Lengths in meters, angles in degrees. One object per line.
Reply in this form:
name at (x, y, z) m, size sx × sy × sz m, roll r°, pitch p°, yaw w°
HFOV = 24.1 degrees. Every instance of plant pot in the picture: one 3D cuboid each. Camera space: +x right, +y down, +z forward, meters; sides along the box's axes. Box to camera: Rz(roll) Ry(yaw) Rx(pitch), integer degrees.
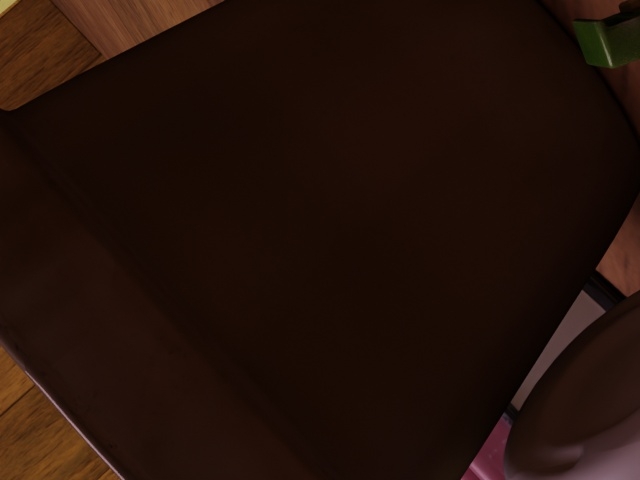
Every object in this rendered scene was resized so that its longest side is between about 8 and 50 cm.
plant pot at (0.000, 0.000, 0.759) m, size 0.323 × 0.280 × 0.323 m, roll 48°, pitch 175°, yaw 6°

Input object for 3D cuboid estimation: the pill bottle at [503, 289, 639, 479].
pill bottle at (0.227, 0.154, 0.706) m, size 0.272 × 0.152 × 0.152 m, roll 47°, pitch 175°, yaw -12°

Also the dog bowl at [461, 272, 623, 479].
dog bowl at (0.189, 0.160, 1.146) m, size 0.408 × 0.150 × 0.408 m, roll 47°, pitch 175°, yaw 6°

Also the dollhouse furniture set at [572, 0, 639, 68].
dollhouse furniture set at (0.088, -0.133, 0.462) m, size 0.076 × 0.058 × 0.152 m, roll -115°, pitch 4°, yaw -81°

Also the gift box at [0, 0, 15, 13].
gift box at (-0.297, -0.296, 1.139) m, size 0.255 × 0.276 × 0.258 m, roll 43°, pitch 174°, yaw 1°
